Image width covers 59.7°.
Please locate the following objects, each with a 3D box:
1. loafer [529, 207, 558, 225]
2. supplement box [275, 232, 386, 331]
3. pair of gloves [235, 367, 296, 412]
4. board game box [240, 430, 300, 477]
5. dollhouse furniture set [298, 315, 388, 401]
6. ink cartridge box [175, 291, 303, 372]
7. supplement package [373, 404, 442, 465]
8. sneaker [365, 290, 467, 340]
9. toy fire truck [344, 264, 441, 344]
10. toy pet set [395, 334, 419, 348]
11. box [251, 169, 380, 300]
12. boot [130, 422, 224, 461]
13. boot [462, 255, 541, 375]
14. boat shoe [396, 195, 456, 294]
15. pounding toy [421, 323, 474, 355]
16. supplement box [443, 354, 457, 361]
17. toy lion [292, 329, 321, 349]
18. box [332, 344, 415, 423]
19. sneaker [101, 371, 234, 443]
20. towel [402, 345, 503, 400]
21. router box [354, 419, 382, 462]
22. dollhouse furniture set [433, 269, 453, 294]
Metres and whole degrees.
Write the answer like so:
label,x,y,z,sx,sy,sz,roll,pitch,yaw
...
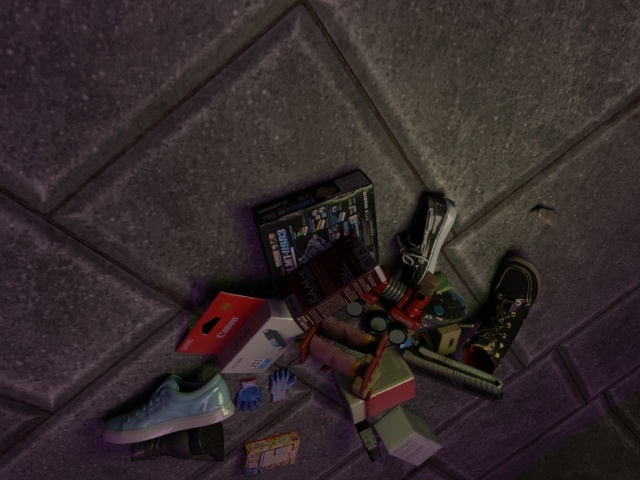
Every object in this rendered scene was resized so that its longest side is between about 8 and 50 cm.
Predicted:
label,x,y,z,sx,sy,sz,roll,pitch,yaw
loafer,0.698,-0.076,1.737,0.125,0.039,0.045,16,85,-40
supplement box,0.023,0.101,1.361,0.239,0.130,0.073,-33,138,1
pair of gloves,-0.169,0.469,1.744,0.198,0.023,0.159,-10,131,-19
board game box,-0.177,0.753,1.963,0.193,0.045,0.147,-5,129,-24
dollhouse furniture set,0.063,0.365,1.603,0.152,0.201,0.374,-58,162,-31
ink cartridge box,-0.202,0.253,1.467,0.261,0.066,0.296,10,136,-34
supplement package,0.344,0.767,2.186,0.134,0.139,0.244,-42,133,9
sneaker,0.295,0.237,1.747,0.341,0.125,0.139,-5,146,-18
toy fire truck,0.206,0.138,1.503,0.217,0.158,0.246,34,114,-2
toy pet set,0.299,0.309,1.826,0.114,0.065,0.122,-13,131,-19
box,0.000,0.000,1.401,0.293,0.073,0.295,-21,135,-10
boot,-0.419,0.606,1.663,0.223,0.118,0.338,-9,152,2
boot,0.582,0.258,1.809,0.284,0.138,0.377,-46,151,-32
boat shoe,0.268,0.020,1.534,0.105,0.113,0.306,8,121,-25
pounding toy,0.413,0.293,1.826,0.100,0.130,0.141,-13,132,-19
supplement box,0.460,0.449,2.045,0.083,0.043,0.055,23,112,-40
toy lion,-0.046,0.294,1.659,0.100,0.034,0.096,4,132,-30
box,0.178,0.475,1.843,0.232,0.148,0.127,-21,135,-10
sneaker,-0.430,0.449,1.545,0.366,0.135,0.150,-13,92,-5
towel,0.443,0.443,1.847,0.056,0.324,0.312,-67,155,-16
router box,0.157,0.680,1.985,0.046,0.179,0.133,-23,135,-6
dollhouse furniture set,0.322,0.123,1.673,0.152,0.076,0.058,-17,134,-14
